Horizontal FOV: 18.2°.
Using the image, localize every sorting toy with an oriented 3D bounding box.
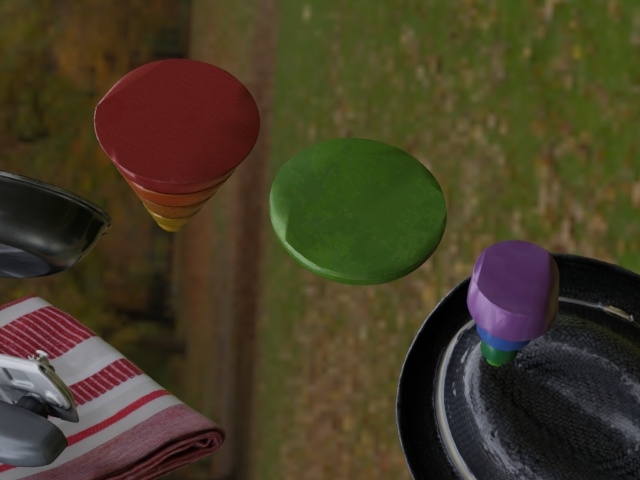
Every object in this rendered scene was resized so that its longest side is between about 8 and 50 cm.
[{"bbox_3d":[0.000,0.000,1.465,0.127,0.365,0.126,-55,-16,-36],"label":"sorting toy"}]

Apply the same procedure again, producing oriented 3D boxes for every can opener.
[{"bbox_3d":[-0.320,0.123,1.743,0.093,0.280,0.074,-50,-48,-29],"label":"can opener"}]

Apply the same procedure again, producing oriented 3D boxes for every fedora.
[{"bbox_3d":[0.232,0.164,1.794,0.152,0.334,0.334,53,-140,-84],"label":"fedora"}]

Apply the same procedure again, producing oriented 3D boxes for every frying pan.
[{"bbox_3d":[-0.290,-0.015,1.329,0.197,0.326,0.053,28,-115,-55],"label":"frying pan"}]

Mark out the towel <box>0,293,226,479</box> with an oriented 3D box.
[{"bbox_3d":[-0.274,0.150,1.829,0.329,0.237,0.037,31,133,45],"label":"towel"}]
